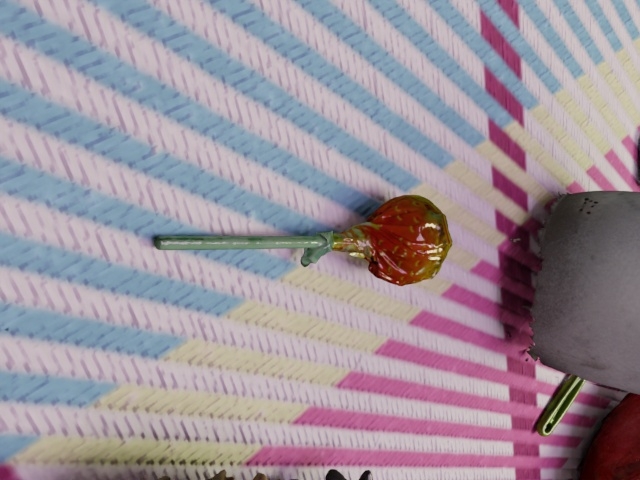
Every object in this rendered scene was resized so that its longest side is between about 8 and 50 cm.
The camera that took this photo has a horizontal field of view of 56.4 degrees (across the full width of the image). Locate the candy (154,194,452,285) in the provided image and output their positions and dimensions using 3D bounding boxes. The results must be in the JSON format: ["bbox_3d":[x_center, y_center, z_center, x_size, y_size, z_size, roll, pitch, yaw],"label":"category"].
[{"bbox_3d":[0.000,0.000,0.353,0.201,0.060,0.060,-1,104,-35],"label":"candy"}]

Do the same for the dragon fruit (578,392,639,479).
[{"bbox_3d":[0.486,0.333,0.755,0.301,0.295,0.295,-47,130,-19],"label":"dragon fruit"}]

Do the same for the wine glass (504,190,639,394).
[{"bbox_3d":[0.356,0.058,0.501,0.190,0.357,0.190,-12,105,-52],"label":"wine glass"}]

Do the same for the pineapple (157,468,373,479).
[{"bbox_3d":[-0.021,0.209,0.339,0.279,0.158,0.158,29,82,-57],"label":"pineapple"}]

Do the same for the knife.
[{"bbox_3d":[0.310,0.161,0.714,0.022,0.026,0.184,46,68,0],"label":"knife"}]
